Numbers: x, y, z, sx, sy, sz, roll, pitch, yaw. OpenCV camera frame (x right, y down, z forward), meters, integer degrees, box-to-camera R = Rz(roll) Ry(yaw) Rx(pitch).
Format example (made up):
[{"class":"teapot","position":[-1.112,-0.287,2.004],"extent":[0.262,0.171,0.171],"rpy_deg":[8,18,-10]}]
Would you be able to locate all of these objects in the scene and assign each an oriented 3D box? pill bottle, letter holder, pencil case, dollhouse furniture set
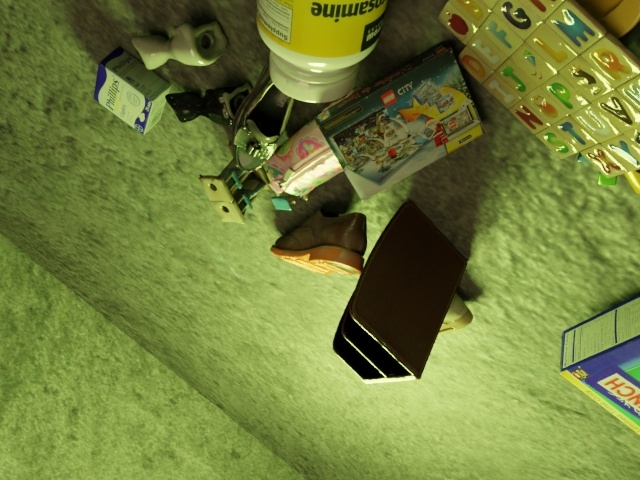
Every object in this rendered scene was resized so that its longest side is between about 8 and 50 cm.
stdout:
[{"class":"pill bottle","position":[0.006,-0.365,0.803],"extent":[0.187,0.188,0.334],"rpy_deg":[24,145,10]},{"class":"letter holder","position":[0.134,0.098,1.173],"extent":[0.214,0.302,0.152],"rpy_deg":[45,143,-19]},{"class":"pencil case","position":[0.011,-0.174,1.094],"extent":[0.124,0.124,0.284],"rpy_deg":[44,142,-18]},{"class":"dollhouse furniture set","position":[-0.137,-0.123,1.255],"extent":[0.183,0.129,0.129],"rpy_deg":[7,138,32]}]

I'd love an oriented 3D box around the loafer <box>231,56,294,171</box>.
[{"class":"loafer","position":[-0.102,-0.228,1.065],"extent":[0.096,0.084,0.267],"rpy_deg":[19,126,-16]}]

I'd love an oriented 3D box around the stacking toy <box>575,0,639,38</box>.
[{"class":"stacking toy","position":[0.352,-0.398,0.598],"extent":[0.280,0.130,0.309],"rpy_deg":[62,150,5]}]

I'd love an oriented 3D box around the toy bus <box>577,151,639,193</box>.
[{"class":"toy bus","position":[0.482,-0.113,0.825],"extent":[0.202,0.104,0.191],"rpy_deg":[20,144,17]}]

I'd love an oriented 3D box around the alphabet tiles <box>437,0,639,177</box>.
[{"class":"alphabet tiles","position":[0.300,-0.213,0.764],"extent":[0.342,0.011,0.285],"rpy_deg":[43,176,0]}]

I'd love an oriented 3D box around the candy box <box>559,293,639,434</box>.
[{"class":"candy box","position":[0.655,0.224,1.068],"extent":[0.268,0.122,0.317],"rpy_deg":[36,139,-6]}]

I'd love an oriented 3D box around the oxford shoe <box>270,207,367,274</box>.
[{"class":"oxford shoe","position":[0.000,0.000,1.333],"extent":[0.130,0.133,0.363],"rpy_deg":[22,170,-29]}]

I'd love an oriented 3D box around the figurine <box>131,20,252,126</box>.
[{"class":"figurine","position":[-0.260,-0.323,1.149],"extent":[0.209,0.092,0.215],"rpy_deg":[6,137,38]}]

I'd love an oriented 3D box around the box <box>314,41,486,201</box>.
[{"class":"box","position":[0.129,-0.186,0.938],"extent":[0.233,0.044,0.159],"rpy_deg":[-29,121,8]}]

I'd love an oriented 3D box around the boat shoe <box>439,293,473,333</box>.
[{"class":"boat shoe","position":[0.210,0.205,1.406],"extent":[0.110,0.122,0.341],"rpy_deg":[44,142,-16]}]

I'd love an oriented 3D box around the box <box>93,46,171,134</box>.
[{"class":"box","position":[-0.412,-0.323,1.268],"extent":[0.137,0.072,0.126],"rpy_deg":[36,144,-6]}]
